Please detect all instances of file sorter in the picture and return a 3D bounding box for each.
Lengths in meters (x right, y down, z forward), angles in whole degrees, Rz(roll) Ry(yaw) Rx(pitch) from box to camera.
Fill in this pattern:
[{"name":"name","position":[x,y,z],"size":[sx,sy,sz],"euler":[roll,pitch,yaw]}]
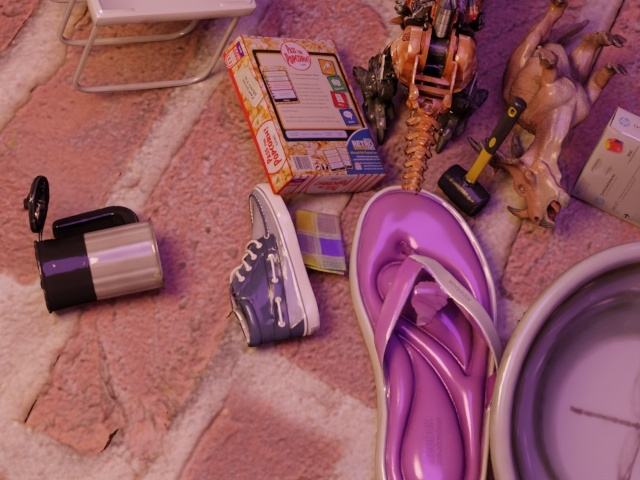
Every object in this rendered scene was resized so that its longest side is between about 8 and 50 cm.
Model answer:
[{"name":"file sorter","position":[-0.230,-0.338,1.688],"size":[0.193,0.173,0.278],"euler":[-8,67,-28]}]

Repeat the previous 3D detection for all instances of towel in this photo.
[{"name":"towel","position":[0.000,0.000,1.657],"size":[0.060,0.009,0.083],"euler":[12,51,-22]}]

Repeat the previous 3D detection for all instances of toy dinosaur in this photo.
[{"name":"toy dinosaur","position":[0.121,-0.213,1.666],"size":[0.164,0.218,0.322],"euler":[31,68,6]},{"name":"toy dinosaur","position":[0.263,-0.175,1.723],"size":[0.127,0.200,0.296],"euler":[25,39,-12]}]

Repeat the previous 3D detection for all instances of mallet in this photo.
[{"name":"mallet","position":[0.199,-0.094,1.644],"size":[0.039,0.190,0.062],"euler":[-33,80,-35]}]

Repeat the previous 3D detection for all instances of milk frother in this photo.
[{"name":"milk frother","position":[-0.252,-0.005,1.574],"size":[0.134,0.143,0.129],"euler":[-12,62,-9]}]

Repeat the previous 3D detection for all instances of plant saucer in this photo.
[{"name":"plant saucer","position":[0.345,0.201,1.539],"size":[0.400,0.100,0.400],"euler":[1,86,-22]}]

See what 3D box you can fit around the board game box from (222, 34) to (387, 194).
[{"name":"board game box","position":[-0.018,-0.150,1.683],"size":[0.146,0.045,0.193],"euler":[-3,64,-39]}]

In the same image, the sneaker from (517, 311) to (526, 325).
[{"name":"sneaker","position":[0.240,0.169,1.611],"size":[0.089,0.051,0.170],"euler":[23,63,6]}]

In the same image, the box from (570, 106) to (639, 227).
[{"name":"box","position":[0.405,-0.065,1.675],"size":[0.186,0.145,0.038],"euler":[25,57,5]}]

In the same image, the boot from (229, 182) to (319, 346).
[{"name":"boot","position":[-0.069,0.026,1.622],"size":[0.086,0.069,0.190],"euler":[-13,70,-18]}]

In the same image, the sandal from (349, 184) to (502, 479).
[{"name":"sandal","position":[0.131,0.117,1.589],"size":[0.169,0.102,0.416],"euler":[-3,67,-8]}]
